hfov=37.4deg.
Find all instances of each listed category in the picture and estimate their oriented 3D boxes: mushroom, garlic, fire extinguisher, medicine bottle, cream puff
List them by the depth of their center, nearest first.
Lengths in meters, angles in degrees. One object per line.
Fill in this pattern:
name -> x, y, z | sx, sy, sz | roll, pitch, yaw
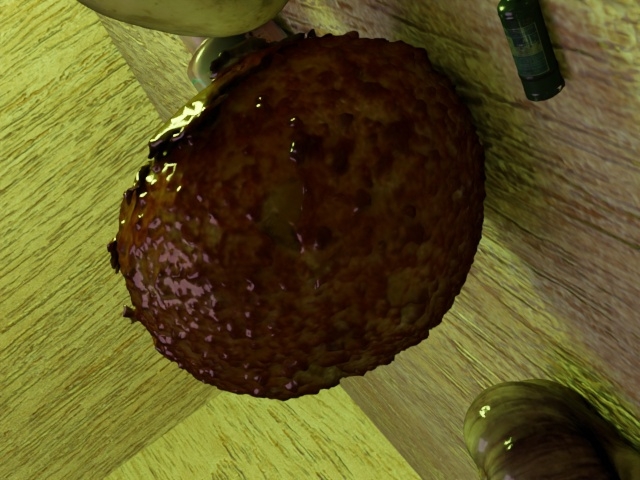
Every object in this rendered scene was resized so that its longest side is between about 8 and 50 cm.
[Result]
fire extinguisher -> 0.125, -0.127, 0.576 | 0.038, 0.025, 0.083 | -98, -17, -54
cream puff -> 0.004, -0.002, 0.771 | 0.228, 0.350, 0.350 | 45, 168, 17
mushroom -> -0.132, -0.271, 0.815 | 0.255, 0.255, 0.184 | -147, 59, -67
garlic -> 0.242, 0.239, 0.933 | 0.245, 0.160, 0.245 | 58, -169, -19
medicine bottle -> -0.086, -0.196, 1.093 | 0.188, 0.119, 0.094 | 54, 175, -2
